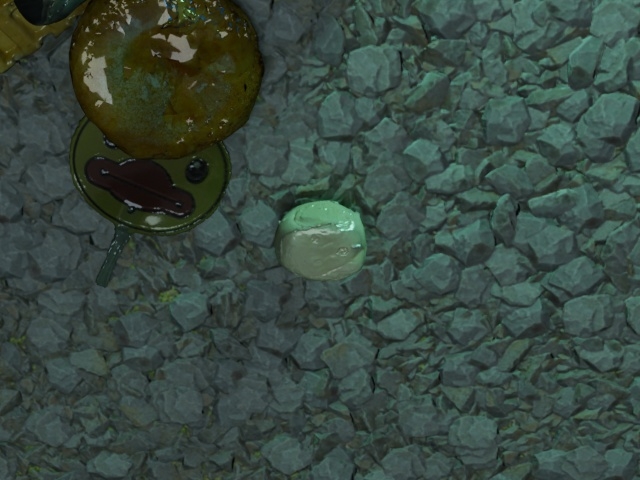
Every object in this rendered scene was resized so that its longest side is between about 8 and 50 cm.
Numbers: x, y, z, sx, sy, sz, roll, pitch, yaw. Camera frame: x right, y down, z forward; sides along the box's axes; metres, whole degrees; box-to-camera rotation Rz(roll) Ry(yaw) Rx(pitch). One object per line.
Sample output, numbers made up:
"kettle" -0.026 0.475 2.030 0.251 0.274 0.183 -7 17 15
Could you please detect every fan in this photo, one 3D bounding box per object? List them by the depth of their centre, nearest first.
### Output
"fan" -0.261 -0.071 1.684 0.229 0.011 0.335 24 113 -9

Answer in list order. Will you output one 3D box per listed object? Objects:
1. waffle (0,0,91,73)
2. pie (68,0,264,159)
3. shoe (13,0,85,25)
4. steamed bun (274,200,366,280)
"waffle" -0.397 -0.347 1.490 0.247 0.055 0.221 -29 133 17
"pie" -0.199 -0.224 1.545 0.273 0.069 0.274 -11 120 -20
"shoe" -0.230 -0.350 1.414 0.132 0.337 0.171 2 143 42
"steamed bun" 0.000 0.000 1.663 0.129 0.091 0.113 -3 122 2
